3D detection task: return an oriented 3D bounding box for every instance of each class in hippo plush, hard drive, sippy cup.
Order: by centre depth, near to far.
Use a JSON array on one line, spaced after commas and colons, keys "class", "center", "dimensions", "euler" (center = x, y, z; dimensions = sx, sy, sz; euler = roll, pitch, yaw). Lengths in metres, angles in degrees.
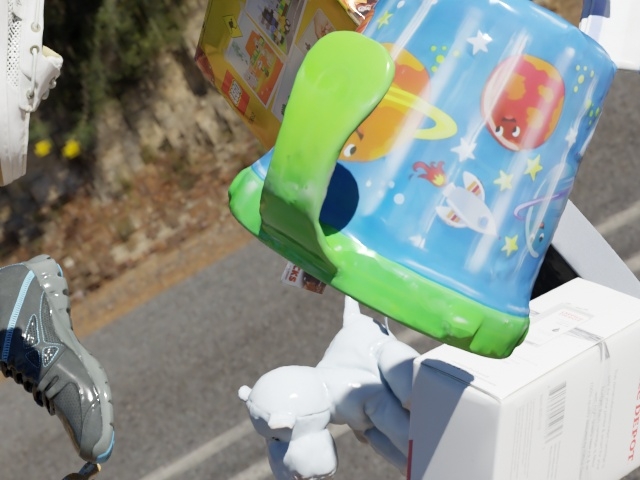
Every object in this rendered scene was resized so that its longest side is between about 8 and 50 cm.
[{"class": "sippy cup", "center": [0.086, -0.068, 0.877], "dimensions": [0.224, 0.240, 0.305], "euler": [-61, 7, 7]}, {"class": "hard drive", "center": [0.284, 0.033, 1.467], "dimensions": [0.054, 0.255, 0.172], "euler": [-40, -1, -22]}, {"class": "hippo plush", "center": [0.031, 0.225, 1.674], "dimensions": [0.236, 0.294, 0.234], "euler": [-22, 19, -27]}]

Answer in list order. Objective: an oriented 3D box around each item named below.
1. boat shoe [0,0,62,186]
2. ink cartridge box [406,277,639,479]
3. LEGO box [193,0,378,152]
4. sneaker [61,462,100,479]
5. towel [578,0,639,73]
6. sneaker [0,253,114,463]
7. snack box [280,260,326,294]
[{"class": "boat shoe", "center": [-0.332, -0.193, 1.375], "dimensions": [0.096, 0.277, 0.098], "euler": [-10, 31, -29]}, {"class": "ink cartridge box", "center": [0.227, 0.185, 1.295], "dimensions": [0.283, 0.207, 0.117], "euler": [-21, 31, -40]}, {"class": "LEGO box", "center": [0.007, -0.329, 1.984], "dimensions": [0.193, 0.372, 0.500], "euler": [-34, -12, -25]}, {"class": "sneaker", "center": [-0.364, 0.366, 1.857], "dimensions": [0.083, 0.032, 0.037], "euler": [-27, -32, -54]}, {"class": "towel", "center": [0.460, -0.269, 1.517], "dimensions": [0.285, 0.034, 0.209], "euler": [7, 45, 15]}, {"class": "sneaker", "center": [-0.400, 0.183, 1.777], "dimensions": [0.139, 0.341, 0.125], "euler": [-15, -31, -29]}, {"class": "snack box", "center": [0.000, 0.000, 1.724], "dimensions": [0.022, 0.064, 0.178], "euler": [-80, 9, -50]}]
